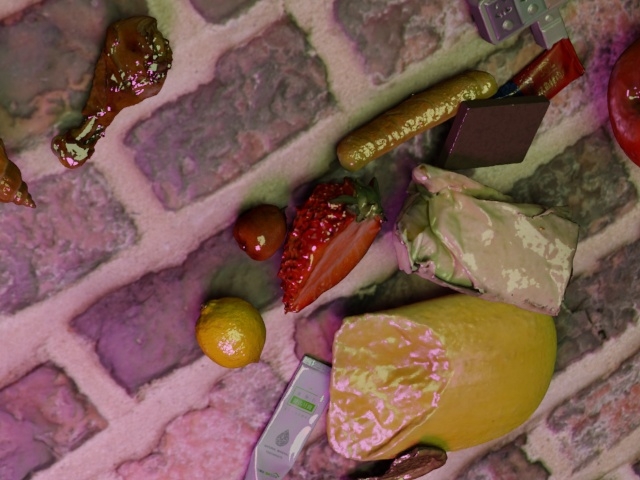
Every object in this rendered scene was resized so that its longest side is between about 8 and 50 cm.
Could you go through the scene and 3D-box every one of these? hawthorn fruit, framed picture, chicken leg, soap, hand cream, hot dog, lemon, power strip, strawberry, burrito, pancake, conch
[{"bbox_3d":[-0.086,-0.017,1.742,0.093,0.081,0.081,-38,117,-16],"label":"hawthorn fruit"},{"bbox_3d":[0.279,-0.174,1.802,0.168,0.023,0.128,-8,136,-30],"label":"framed picture"},{"bbox_3d":[0.607,-0.227,1.813,0.284,0.284,0.284,-6,110,-18],"label":"hawthorn fruit"},{"bbox_3d":[-0.301,-0.211,1.604,0.107,0.087,0.251,37,100,-5],"label":"chicken leg"},{"bbox_3d":[0.223,0.232,1.914,0.427,0.115,0.306,-9,110,-20],"label":"soap"},{"bbox_3d":[-0.057,0.330,1.897,0.079,0.050,0.275,26,94,-53],"label":"hand cream"},{"bbox_3d":[0.151,-0.194,1.764,0.286,0.088,0.061,-31,108,-11],"label":"hot dog"},{"bbox_3d":[-0.142,0.144,1.761,0.109,0.109,0.133,-40,108,-3],"label":"lemon"},{"bbox_3d":[0.349,-0.381,1.790,0.215,0.061,0.145,-32,122,-6],"label":"power strip"},{"bbox_3d":[0.006,0.003,1.774,0.174,0.098,0.228,-11,137,-50],"label":"strawberry"},{"bbox_3d":[0.259,-0.007,1.837,0.331,0.135,0.190,16,94,-21],"label":"burrito"},{"bbox_3d":[0.133,0.395,1.930,0.184,0.020,0.190,-7,152,-12],"label":"pancake"},{"bbox_3d":[-0.532,-0.144,1.544,0.330,0.093,0.109,37,111,-6],"label":"conch"}]

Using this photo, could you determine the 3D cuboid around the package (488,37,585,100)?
[{"bbox_3d":[0.351,-0.251,1.849,0.200,0.022,0.083,-40,116,-5],"label":"package"}]
